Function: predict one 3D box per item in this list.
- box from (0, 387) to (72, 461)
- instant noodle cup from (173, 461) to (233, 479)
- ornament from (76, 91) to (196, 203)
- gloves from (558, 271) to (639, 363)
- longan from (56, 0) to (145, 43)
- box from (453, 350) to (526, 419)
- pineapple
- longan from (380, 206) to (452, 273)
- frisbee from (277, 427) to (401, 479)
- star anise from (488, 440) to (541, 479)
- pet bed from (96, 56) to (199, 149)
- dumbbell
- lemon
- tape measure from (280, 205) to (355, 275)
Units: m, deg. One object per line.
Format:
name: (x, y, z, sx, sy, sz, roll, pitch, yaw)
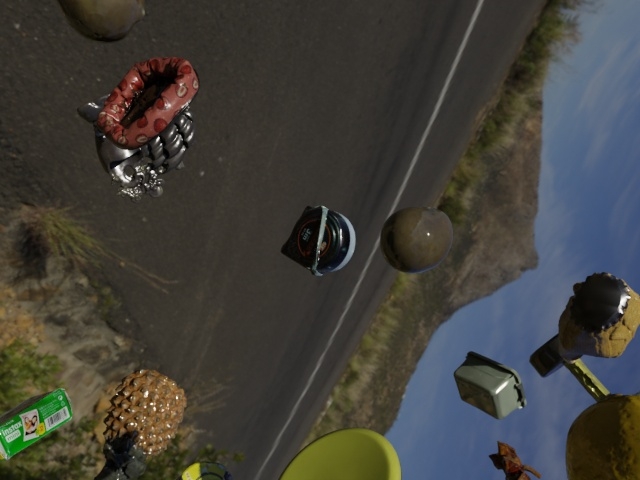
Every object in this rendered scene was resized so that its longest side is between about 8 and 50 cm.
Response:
box: (-0.864, 0.535, 1.652, 0.180, 0.103, 0.250, -21, -176, 28)
instant noodle cup: (-0.391, 0.780, 1.683, 0.236, 0.215, 0.215, -34, -171, 37)
ornament: (-0.403, -0.232, 1.329, 0.251, 0.260, 0.106, -32, -159, -14)
gloves: (0.630, 0.186, 1.301, 0.203, 0.155, 0.356, -62, 158, -7)
longan: (-0.430, -0.481, 1.120, 0.189, 0.189, 0.189, -57, 171, -13)
box: (0.422, 0.372, 1.454, 0.093, 0.124, 0.172, -32, -155, -24)
pineapple: (-0.521, 0.550, 1.586, 0.357, 0.223, 0.223, -73, -175, -50)
longan: (0.268, -0.003, 1.609, 0.220, 0.196, 0.196, -21, 147, -40)
frisbee: (0.016, 0.389, 0.892, 0.236, 0.017, 0.236, -25, -154, 13)
star anise: (0.674, 0.801, 2.001, 0.111, 0.196, 0.212, -46, 141, 1)
pet bed: (-0.300, -0.239, 0.988, 0.201, 0.201, 0.053, -57, 137, -12)
dumbbell: (0.803, 0.427, 1.704, 0.204, 0.322, 0.204, -27, 153, -15)
lemon: (0.532, 0.389, 0.928, 0.260, 0.260, 0.284, -62, -157, 18)
tape measure: (0.004, 0.002, 1.567, 0.107, 0.181, 0.182, 10, 114, -58)
